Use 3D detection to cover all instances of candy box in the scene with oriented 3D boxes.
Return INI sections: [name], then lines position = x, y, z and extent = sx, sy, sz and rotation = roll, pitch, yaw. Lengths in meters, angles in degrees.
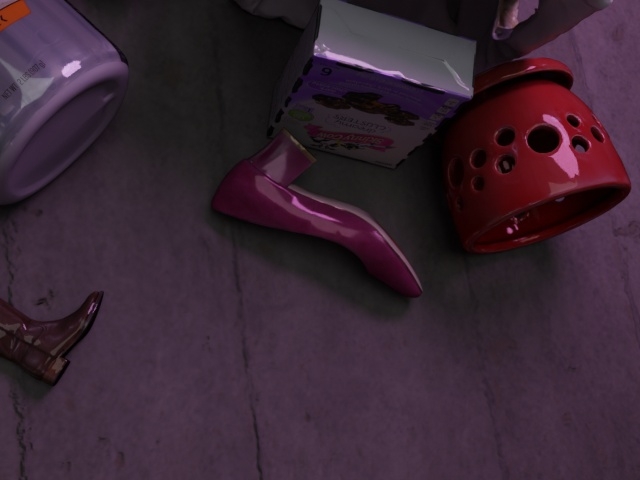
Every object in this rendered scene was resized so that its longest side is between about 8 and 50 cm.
[candy box]
position = 0.046, -0.157, 0.807
extent = 0.164, 0.196, 0.070
rotation = 12, 71, -14

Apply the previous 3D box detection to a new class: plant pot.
[plant pot]
position = 0.222, -0.096, 0.851
extent = 0.191, 0.191, 0.174
rotation = -13, 74, -20

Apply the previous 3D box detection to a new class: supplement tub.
[supplement tub]
position = -0.350, -0.200, 0.698
extent = 0.316, 0.193, 0.194
rotation = 42, 68, -2

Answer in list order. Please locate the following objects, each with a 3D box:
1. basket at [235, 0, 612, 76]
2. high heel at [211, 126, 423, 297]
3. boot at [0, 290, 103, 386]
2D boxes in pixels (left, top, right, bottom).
[basket]
position = 0.101, -0.362, 0.780
extent = 0.331, 0.328, 0.267
rotation = 15, 86, -12
[high heel]
position = 0.000, 0.000, 0.829
extent = 0.117, 0.082, 0.244
rotation = -44, 105, 5
[boot]
position = -0.282, 0.071, 0.733
extent = 0.114, 0.037, 0.106
rotation = 29, 67, -3
